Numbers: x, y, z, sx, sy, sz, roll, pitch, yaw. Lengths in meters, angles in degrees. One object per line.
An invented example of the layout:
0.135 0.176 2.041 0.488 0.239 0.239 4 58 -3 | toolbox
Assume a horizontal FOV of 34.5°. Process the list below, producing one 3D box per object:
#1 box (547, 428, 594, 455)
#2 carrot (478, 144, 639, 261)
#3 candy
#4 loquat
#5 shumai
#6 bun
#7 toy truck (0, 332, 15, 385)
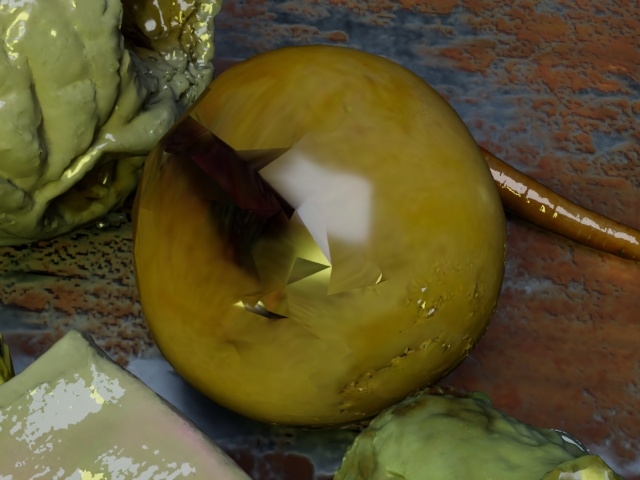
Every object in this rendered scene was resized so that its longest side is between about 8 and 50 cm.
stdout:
0.092 0.223 0.568 0.243 0.135 0.163 -36 67 -19 | box
0.165 -0.026 0.768 0.190 0.037 0.037 29 64 9 | carrot
-0.116 0.170 0.571 0.195 0.185 0.137 38 62 22 | candy
0.000 0.000 0.634 0.235 0.235 0.235 1 61 -2 | loquat
0.079 0.140 0.459 0.184 0.142 0.184 2 61 -3 | shumai
-0.195 -0.103 0.680 0.281 0.281 0.205 -21 85 -13 | bun
-0.326 0.111 0.619 0.285 0.136 0.111 -3 40 -7 | toy truck
